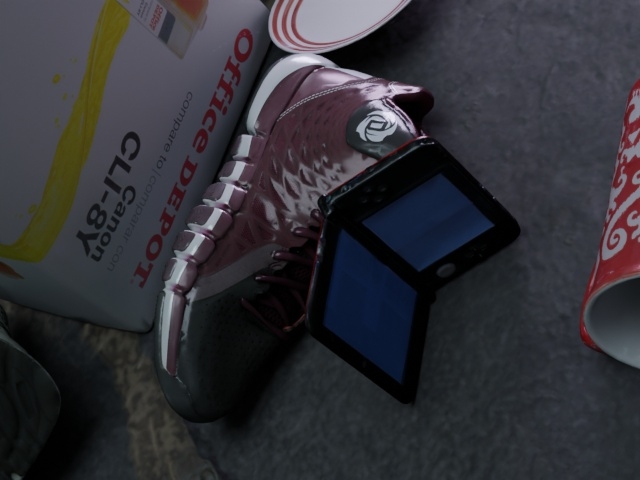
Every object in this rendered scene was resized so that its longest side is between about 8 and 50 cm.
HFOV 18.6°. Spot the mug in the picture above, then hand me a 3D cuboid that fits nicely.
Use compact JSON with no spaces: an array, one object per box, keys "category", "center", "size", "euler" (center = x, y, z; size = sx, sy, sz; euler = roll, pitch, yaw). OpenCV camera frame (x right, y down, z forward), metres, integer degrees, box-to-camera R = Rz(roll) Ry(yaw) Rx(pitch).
[{"category":"mug","center":[0.209,-0.014,1.194],"size":[0.150,0.113,0.169],"euler":[-14,48,34]}]

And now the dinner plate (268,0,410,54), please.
[{"category":"dinner plate","center":[0.025,-0.184,1.452],"size":[0.141,0.017,0.141],"euler":[-22,36,18]}]

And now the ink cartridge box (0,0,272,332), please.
[{"category":"ink cartridge box","center":[-0.222,-0.139,1.371],"size":[0.160,0.384,0.279],"euler":[13,73,34]}]

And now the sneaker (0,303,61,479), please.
[{"category":"sneaker","center":[-0.354,0.192,1.472],"size":[0.410,0.158,0.182],"euler":[-40,20,11]}]

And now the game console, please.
[{"category":"game console","center":[0.062,0.021,1.254],"size":[0.124,0.144,0.085],"euler":[-32,53,14]}]

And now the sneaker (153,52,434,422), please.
[{"category":"sneaker","center":[0.000,0.000,1.334],"size":[0.162,0.106,0.281],"euler":[9,70,33]}]
